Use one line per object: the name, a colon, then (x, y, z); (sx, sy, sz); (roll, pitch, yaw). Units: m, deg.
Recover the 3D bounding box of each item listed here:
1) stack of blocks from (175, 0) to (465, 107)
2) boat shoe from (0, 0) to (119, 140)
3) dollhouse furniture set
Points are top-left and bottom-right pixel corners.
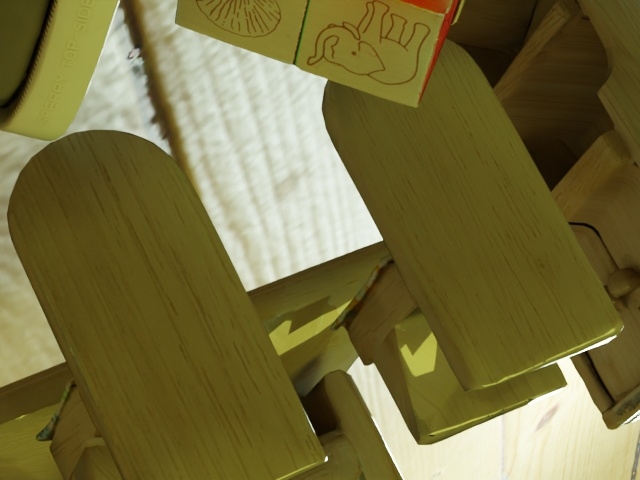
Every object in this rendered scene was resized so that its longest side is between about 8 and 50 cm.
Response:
stack of blocks: (0.051, -0.210, 0.639); (0.171, 0.087, 0.297); (104, 7, -49)
boat shoe: (-0.088, -0.171, 0.570); (0.096, 0.117, 0.324); (9, 130, -19)
dollhouse furniture set: (0.000, 0.000, 0.880); (0.394, 0.256, 0.362); (-21, 163, -23)
